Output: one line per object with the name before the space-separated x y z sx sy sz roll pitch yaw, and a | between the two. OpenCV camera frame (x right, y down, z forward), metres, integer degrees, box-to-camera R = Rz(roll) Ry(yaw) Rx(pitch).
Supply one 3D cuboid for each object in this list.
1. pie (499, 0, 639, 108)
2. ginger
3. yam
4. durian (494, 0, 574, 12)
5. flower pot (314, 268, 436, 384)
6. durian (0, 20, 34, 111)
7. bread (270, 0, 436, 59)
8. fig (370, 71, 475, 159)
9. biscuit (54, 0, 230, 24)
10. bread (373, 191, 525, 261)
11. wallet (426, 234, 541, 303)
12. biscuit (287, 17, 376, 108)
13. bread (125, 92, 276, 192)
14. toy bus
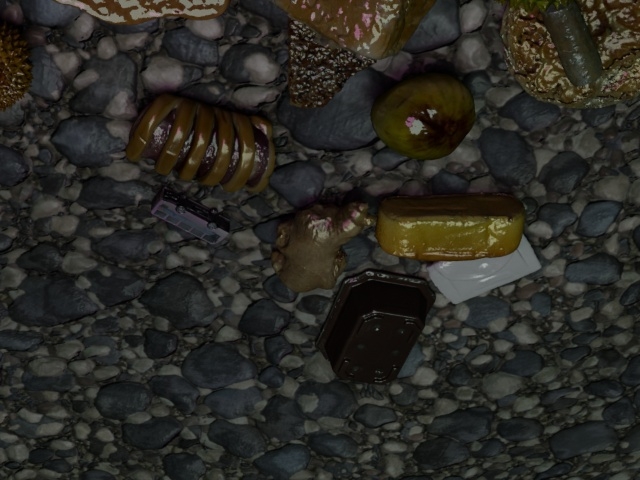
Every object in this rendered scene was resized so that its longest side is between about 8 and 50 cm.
pie | 0.389 -0.305 1.448 0.274 0.055 0.274 0 129 -1
ginger | -0.005 -0.001 1.682 0.137 0.074 0.213 19 136 -12
yam | 0.344 -0.277 1.402 0.054 0.054 0.132 -24 125 16
durian | 0.278 -0.391 1.272 0.200 0.176 0.237 46 135 7
flower pot | 0.101 0.173 1.850 0.179 0.084 0.251 10 131 -15
durian | -0.465 -0.234 1.372 0.158 0.168 0.137 -17 146 -10
bread | 0.058 -0.353 1.278 0.195 0.176 0.246 33 118 14
fig | 0.151 -0.181 1.495 0.153 0.120 0.136 2 128 -7
biscuit | -0.233 -0.442 1.246 0.385 0.062 0.365 18 123 -20
bread | 0.210 -0.024 1.667 0.245 0.102 0.094 -2 127 -5
wallet | 0.285 0.047 1.785 0.183 0.032 0.124 -25 133 16
biscuit | 0.019 -0.286 1.449 0.131 0.026 0.237 -1 132 -2
bread | -0.173 -0.140 1.532 0.225 0.081 0.134 14 129 -17
toy bus | -0.210 -0.038 1.654 0.131 0.037 0.052 28 127 -27
